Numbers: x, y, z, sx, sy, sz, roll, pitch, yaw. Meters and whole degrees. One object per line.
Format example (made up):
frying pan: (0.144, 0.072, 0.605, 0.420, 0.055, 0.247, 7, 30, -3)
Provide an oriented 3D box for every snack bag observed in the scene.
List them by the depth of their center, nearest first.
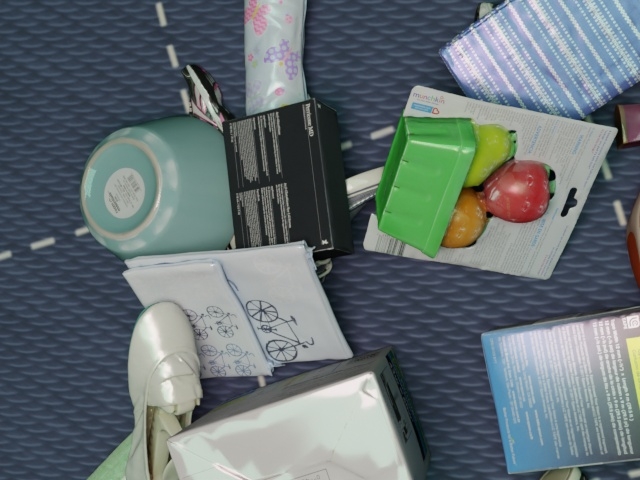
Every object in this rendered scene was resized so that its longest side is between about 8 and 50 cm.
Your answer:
snack bag: (-0.134, 0.133, 1.871, 0.342, 0.323, 0.037, -6, 45, 17)

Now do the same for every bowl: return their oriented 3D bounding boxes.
bowl: (-0.312, -0.086, 1.922, 0.311, 0.163, 0.312, -3, 83, 27)

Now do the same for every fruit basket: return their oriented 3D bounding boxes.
fruit basket: (0.278, -0.093, 1.807, 0.352, 0.165, 0.327, 6, 126, -13)

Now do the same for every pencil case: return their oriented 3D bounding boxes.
pencil case: (-0.079, -0.340, 1.950, 0.124, 0.113, 0.273, -5, 87, 32)

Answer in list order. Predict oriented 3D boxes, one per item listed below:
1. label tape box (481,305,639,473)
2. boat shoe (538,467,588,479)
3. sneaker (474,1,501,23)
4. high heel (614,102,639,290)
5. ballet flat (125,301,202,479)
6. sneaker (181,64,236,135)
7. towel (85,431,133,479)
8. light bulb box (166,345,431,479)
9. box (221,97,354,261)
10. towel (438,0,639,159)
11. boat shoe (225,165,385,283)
label tape box: (0.472, 0.248, 1.818, 0.347, 0.115, 0.249, -12, 86, 19)
boat shoe: (0.373, 0.545, 1.830, 0.113, 0.127, 0.340, 42, 66, -11)
sneaker: (0.337, -0.293, 1.887, 0.107, 0.100, 0.272, -5, 88, 5)
high heel: (0.617, -0.066, 1.824, 0.181, 0.127, 0.377, -6, 92, 4)
ballet flat: (-0.265, 0.301, 1.876, 0.139, 0.139, 0.400, 14, 116, 10)
sneaker: (-0.223, -0.247, 2.001, 0.077, 0.072, 0.178, -32, 78, 19)
towel: (-0.297, 0.533, 2.019, 0.248, 0.038, 0.325, -45, 80, 5)
light bulb box: (-0.019, 0.352, 1.806, 0.357, 0.361, 0.225, -19, 88, 9)
box: (-0.056, -0.092, 1.836, 0.184, 0.103, 0.261, -11, 79, 25)
towel: (0.398, -0.321, 1.789, 0.336, 0.040, 0.243, -34, 95, 17)
boat shoe: (0.000, 0.000, 1.937, 0.340, 0.127, 0.158, -26, 88, 18)
